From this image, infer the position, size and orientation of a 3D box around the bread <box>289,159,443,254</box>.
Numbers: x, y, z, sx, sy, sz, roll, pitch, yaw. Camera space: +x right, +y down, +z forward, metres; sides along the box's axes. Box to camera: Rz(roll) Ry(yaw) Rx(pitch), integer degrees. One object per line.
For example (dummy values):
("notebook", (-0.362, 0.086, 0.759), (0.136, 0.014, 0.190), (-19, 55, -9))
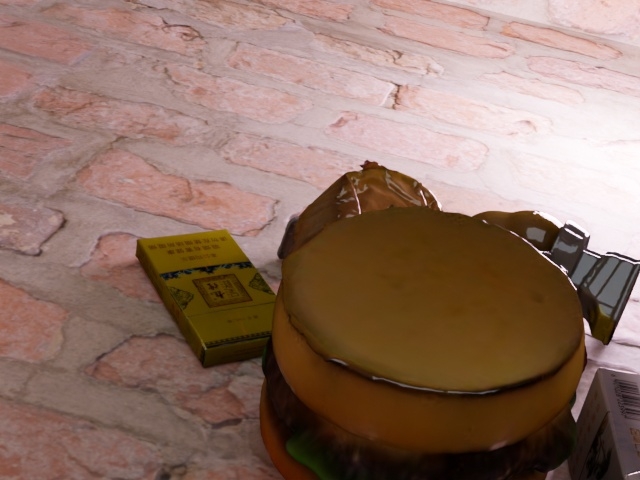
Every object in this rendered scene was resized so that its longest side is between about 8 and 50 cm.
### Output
("bread", (0.086, 0.020, 1.534), (0.274, 0.149, 0.274), (11, 52, -14))

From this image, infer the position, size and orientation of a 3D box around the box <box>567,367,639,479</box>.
("box", (0.361, 0.286, 1.243), (0.067, 0.149, 0.233), (8, 32, 0))

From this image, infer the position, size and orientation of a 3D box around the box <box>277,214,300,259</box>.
("box", (0.000, 0.000, 1.647), (0.122, 0.089, 0.062), (-19, 54, -38))

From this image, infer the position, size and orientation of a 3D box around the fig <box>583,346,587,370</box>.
("fig", (0.303, 0.172, 1.479), (0.119, 0.153, 0.119), (12, 67, -30))

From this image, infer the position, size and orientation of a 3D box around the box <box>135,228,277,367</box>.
("box", (-0.156, 0.077, 1.520), (0.153, 0.041, 0.279), (-7, 36, -29))

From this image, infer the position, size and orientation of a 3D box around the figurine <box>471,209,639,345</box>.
("figurine", (0.346, 0.041, 1.606), (0.285, 0.167, 0.342), (24, -9, 16))

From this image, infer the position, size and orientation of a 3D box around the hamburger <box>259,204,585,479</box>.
("hamburger", (0.122, 0.162, 1.243), (0.395, 0.277, 0.396), (6, 34, -4))
